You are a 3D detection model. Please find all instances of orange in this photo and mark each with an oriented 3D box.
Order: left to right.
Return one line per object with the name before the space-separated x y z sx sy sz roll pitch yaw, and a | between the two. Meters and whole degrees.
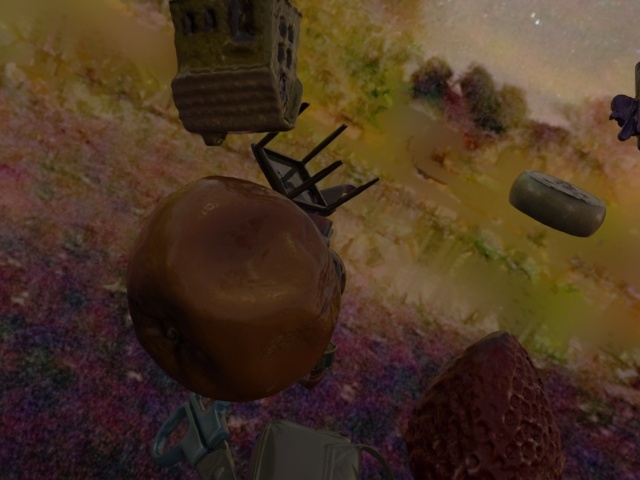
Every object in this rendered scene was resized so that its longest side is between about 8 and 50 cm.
orange | -0.110 0.063 0.559 0.249 0.249 0.183 35 40 24

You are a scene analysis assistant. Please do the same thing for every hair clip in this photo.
hair clip | 0.734 -0.312 1.144 0.137 0.278 0.090 29 -12 0

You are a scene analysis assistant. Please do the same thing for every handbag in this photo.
handbag | 0.000 0.376 0.673 0.219 0.079 0.256 18 46 -6

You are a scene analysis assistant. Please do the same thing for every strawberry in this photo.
strawberry | 0.286 0.343 0.932 0.292 0.292 0.309 1 67 -58

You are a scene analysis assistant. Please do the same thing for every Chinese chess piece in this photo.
Chinese chess piece | 0.645 -0.103 1.393 0.250 0.101 0.250 18 23 -8

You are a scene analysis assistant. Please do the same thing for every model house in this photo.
model house | -0.133 -0.282 0.868 0.194 0.234 0.175 0 10 16

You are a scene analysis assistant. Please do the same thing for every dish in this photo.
dish | -0.006 -0.096 1.420 0.234 0.064 0.154 -19 -3 -13

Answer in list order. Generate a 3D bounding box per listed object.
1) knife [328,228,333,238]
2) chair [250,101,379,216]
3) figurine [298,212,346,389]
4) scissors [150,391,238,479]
knife | -0.002 0.001 1.483 0.044 0.026 0.296 60 21 -11
chair | -0.054 -0.126 1.058 0.188 0.272 0.166 11 47 -58
figurine | -0.031 0.093 0.836 0.158 0.275 0.161 0 17 -40
scissors | -0.147 0.306 0.706 0.029 0.192 0.447 47 -12 -20
